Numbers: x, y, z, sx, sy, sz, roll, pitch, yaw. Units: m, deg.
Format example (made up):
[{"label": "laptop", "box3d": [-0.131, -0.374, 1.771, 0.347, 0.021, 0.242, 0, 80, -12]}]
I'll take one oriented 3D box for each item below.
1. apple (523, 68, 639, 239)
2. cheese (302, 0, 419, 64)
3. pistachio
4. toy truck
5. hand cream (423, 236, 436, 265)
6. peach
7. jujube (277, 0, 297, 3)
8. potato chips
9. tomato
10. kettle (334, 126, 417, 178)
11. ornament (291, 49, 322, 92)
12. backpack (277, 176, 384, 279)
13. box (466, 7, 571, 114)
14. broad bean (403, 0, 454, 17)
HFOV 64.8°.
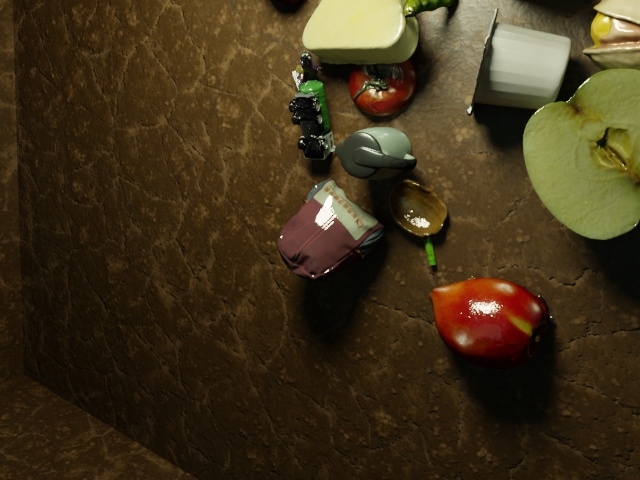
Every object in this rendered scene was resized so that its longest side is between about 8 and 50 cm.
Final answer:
[{"label": "apple", "box3d": [0.700, -0.216, 1.214, 0.360, 0.320, 0.311, 56, 158, 8]}, {"label": "cheese", "box3d": [0.101, -0.663, 1.506, 0.384, 0.104, 0.383, -10, 74, 38]}, {"label": "pistachio", "box3d": [0.778, -0.474, 1.146, 0.309, 0.230, 0.229, 16, 108, 26]}, {"label": "toy truck", "box3d": [-0.021, -0.394, 1.656, 0.101, 0.125, 0.242, 7, 128, 26]}, {"label": "hand cream", "box3d": [0.347, 0.019, 1.614, 0.036, 0.023, 0.121, -11, 90, 35]}, {"label": "peach", "box3d": [0.470, 0.237, 1.483, 0.362, 0.201, 0.257, 21, 111, 25]}, {"label": "jujube", "box3d": [-0.136, -0.894, 1.627, 0.174, 0.174, 0.250, -34, 93, 31]}, {"label": "potato chips", "box3d": [0.306, -0.100, 1.597, 0.202, 0.049, 0.150, 35, 110, 22]}, {"label": "tomato", "box3d": [0.181, -0.499, 1.560, 0.228, 0.101, 0.227, 7, 105, 26]}, {"label": "kettle", "box3d": [0.187, -0.256, 1.524, 0.221, 0.236, 0.161, 21, 109, 25]}, {"label": "ornament", "box3d": [-0.043, -0.562, 1.617, 0.088, 0.203, 0.081, -22, 82, -4]}, {"label": "backpack", "box3d": [0.016, -0.010, 1.657, 0.317, 0.197, 0.283, -44, 74, -10]}, {"label": "box", "box3d": [0.517, -0.427, 1.326, 0.207, 0.262, 0.291, 15, 146, 16]}, {"label": "broad bean", "box3d": [0.298, -0.653, 1.384, 0.053, 0.256, 0.052, 22, 132, 37]}]
